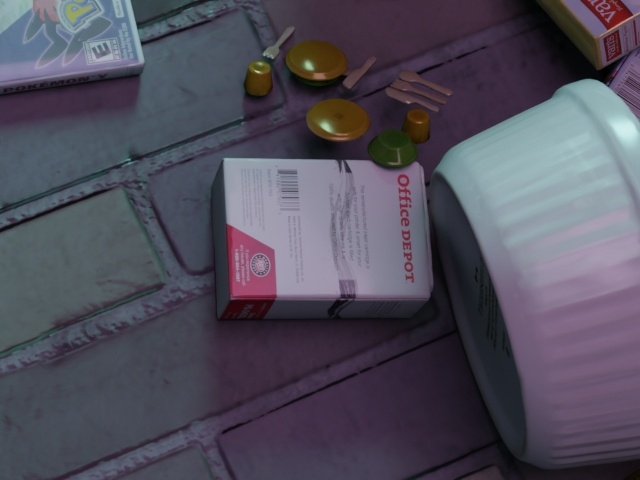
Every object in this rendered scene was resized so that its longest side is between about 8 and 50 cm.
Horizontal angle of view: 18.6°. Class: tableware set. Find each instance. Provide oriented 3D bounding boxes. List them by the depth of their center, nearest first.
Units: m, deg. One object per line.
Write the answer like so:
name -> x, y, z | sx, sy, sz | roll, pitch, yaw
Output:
tableware set -> 0.015, -0.104, 1.470 | 0.154, 0.024, 0.104 | 23, 45, 17

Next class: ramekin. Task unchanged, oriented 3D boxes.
ramekin -> 0.167, 0.035, 1.356 | 0.127, 0.273, 0.273 | -17, 75, -5

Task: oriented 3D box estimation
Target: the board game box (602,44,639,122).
board game box -> 0.405, -0.112, 1.554 | 0.318, 0.066, 0.319 | 35, 68, 2

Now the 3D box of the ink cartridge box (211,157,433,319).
ink cartridge box -> 0.000, 0.000, 1.432 | 0.150, 0.063, 0.109 | 1, 71, -12

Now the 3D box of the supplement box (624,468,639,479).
supplement box -> 0.328, 0.234, 1.412 | 0.233, 0.078, 0.080 | 19, 68, -6

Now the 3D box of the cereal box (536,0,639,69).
cereal box -> 0.268, -0.255, 1.532 | 0.240, 0.047, 0.173 | -30, 56, -7

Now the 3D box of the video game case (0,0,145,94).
video game case -> -0.242, -0.207, 1.475 | 0.183, 0.023, 0.201 | -10, 74, -15
